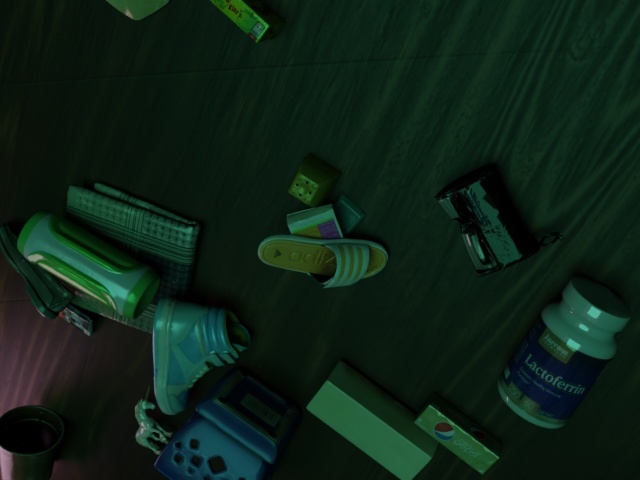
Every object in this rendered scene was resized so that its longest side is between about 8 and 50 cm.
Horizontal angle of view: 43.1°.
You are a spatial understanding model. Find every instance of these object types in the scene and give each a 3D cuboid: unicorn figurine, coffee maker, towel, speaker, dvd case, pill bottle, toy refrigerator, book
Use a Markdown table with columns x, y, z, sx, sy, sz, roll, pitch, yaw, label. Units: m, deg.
| x | y | z | sx | sy | sz | roll | pitch | yaw | label |
| --- | --- | --- | --- | --- | --- | --- | --- | --- | --- |
| -0.410 | 0.451 | 1.958 | 0.111 | 0.060 | 0.162 | 33 | 116 | 5 | unicorn figurine |
| 0.327 | -0.049 | 1.509 | 0.171 | 0.120 | 0.178 | -28 | 100 | 2 | coffee maker |
| -0.438 | 0.045 | 1.838 | 0.324 | 0.056 | 0.312 | 19 | 117 | 9 | towel |
| -0.501 | 0.051 | 1.758 | 0.296 | 0.131 | 0.131 | 30 | 115 | 5 | speaker |
| -0.592 | 0.177 | 1.926 | 0.119 | 0.013 | 0.087 | 34 | 149 | 7 | dvd case |
| 0.458 | 0.209 | 1.522 | 0.153 | 0.153 | 0.265 | 28 | 115 | 8 | pill bottle |
| 0.115 | 0.385 | 1.738 | 0.269 | 0.094 | 0.102 | 36 | 123 | 5 | toy refrigerator |
| 0.000 | 0.000 | 1.633 | 0.096 | 0.035 | 0.144 | -16 | 127 | 6 | book |

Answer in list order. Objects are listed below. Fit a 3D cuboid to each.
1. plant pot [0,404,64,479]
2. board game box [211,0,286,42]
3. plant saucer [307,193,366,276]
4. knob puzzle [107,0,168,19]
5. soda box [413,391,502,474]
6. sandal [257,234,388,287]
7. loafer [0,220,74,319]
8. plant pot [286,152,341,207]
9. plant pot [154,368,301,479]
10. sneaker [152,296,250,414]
| x | y | z | sx | sy | sz | roll | pitch | yaw | label |
| --- | --- | --- | --- | --- | --- | --- | --- | --- | --- |
| -0.739 | 0.536 | 2.056 | 0.167 | 0.167 | 0.165 | 21 | 122 | 11 | plant pot |
| -0.158 | -0.453 | 1.532 | 0.181 | 0.092 | 0.043 | 42 | 115 | 1 | board game box |
| 0.011 | -0.006 | 1.675 | 0.067 | 0.018 | 0.192 | 41 | 115 | 1 | plant saucer |
| -0.365 | -0.532 | 1.595 | 0.213 | 0.030 | 0.213 | 1 | 124 | 1 | knob puzzle |
| 0.289 | 0.404 | 1.702 | 0.181 | 0.058 | 0.061 | 37 | 116 | 4 | soda box |
| 0.007 | 0.051 | 1.608 | 0.265 | 0.076 | 0.102 | 5 | 127 | -14 | sandal |
| -0.654 | 0.055 | 1.875 | 0.084 | 0.096 | 0.267 | -37 | 73 | 4 | loafer |
| -0.020 | -0.112 | 1.610 | 0.081 | 0.083 | 0.081 | 32 | 116 | 5 | plant pot |
| -0.185 | 0.435 | 1.786 | 0.236 | 0.236 | 0.212 | 34 | 110 | 5 | plant pot |
| -0.261 | 0.274 | 1.811 | 0.208 | 0.127 | 0.319 | 4 | 126 | 0 | sneaker |
